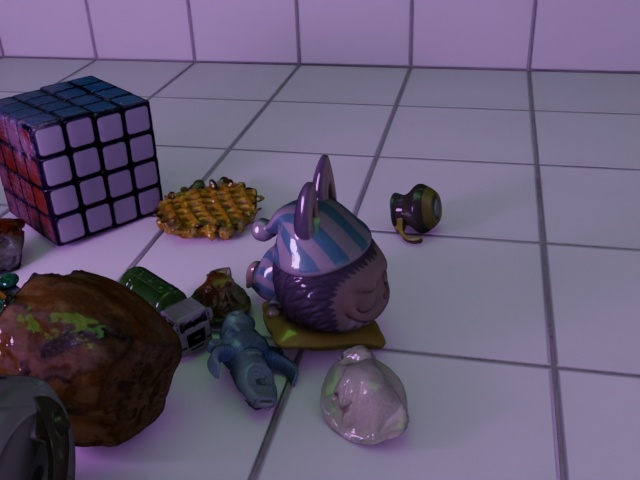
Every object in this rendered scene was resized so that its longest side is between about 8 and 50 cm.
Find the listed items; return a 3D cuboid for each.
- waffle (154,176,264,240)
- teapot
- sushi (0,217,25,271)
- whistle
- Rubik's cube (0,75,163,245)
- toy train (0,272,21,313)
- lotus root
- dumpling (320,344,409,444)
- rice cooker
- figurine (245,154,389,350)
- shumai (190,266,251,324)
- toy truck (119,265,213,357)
[{"bbox_3d":[-0.302,-0.089,2.054,0.329,0.062,0.329,-3,28,2],"label":"waffle"},{"bbox_3d":[0.244,-0.067,1.934,0.119,0.130,0.165,-3,58,30],"label":"teapot"},{"bbox_3d":[-0.843,0.045,1.806,0.124,0.130,0.332,12,27,33],"label":"sushi"},{"bbox_3d":[-0.143,0.229,1.446,0.180,0.093,0.269,12,22,-30],"label":"whistle"},{"bbox_3d":[-0.674,-0.230,2.048,0.337,0.343,0.344,-26,37,-36],"label":"Rubik's cube"},{"bbox_3d":[-0.692,0.153,1.630,0.136,0.091,0.228,-35,43,-28],"label":"toy train"},{"bbox_3d":[-0.400,0.222,1.274,0.250,0.316,0.316,17,34,21],"label":"lotus root"},{"bbox_3d":[0.074,0.286,1.329,0.155,0.111,0.181,-33,21,9],"label":"dumpling"},{"bbox_3d":[-0.518,0.349,1.034,0.325,0.335,0.335,3,30,7],"label":"rice cooker"},{"bbox_3d":[0.000,0.000,1.532,0.266,0.377,0.361,-4,23,-32],"label":"figurine"},{"bbox_3d":[-0.221,0.115,1.628,0.145,0.116,0.145,-3,28,1],"label":"shumai"},{"bbox_3d":[-0.333,0.145,1.578,0.101,0.125,0.242,-26,38,-37],"label":"toy truck"}]
